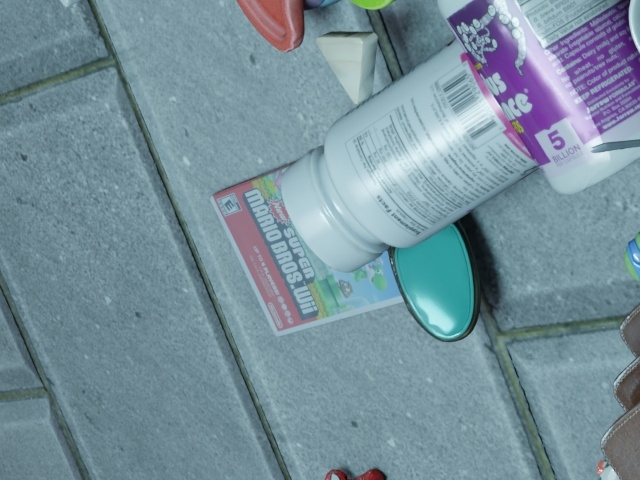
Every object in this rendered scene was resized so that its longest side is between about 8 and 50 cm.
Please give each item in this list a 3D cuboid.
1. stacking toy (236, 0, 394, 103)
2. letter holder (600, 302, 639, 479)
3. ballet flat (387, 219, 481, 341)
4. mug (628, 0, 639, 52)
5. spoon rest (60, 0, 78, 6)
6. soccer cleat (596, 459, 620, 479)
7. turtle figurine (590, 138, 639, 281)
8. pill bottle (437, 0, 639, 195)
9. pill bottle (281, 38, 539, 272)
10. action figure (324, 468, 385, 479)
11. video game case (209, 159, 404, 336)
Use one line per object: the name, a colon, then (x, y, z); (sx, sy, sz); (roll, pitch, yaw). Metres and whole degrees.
stacking toy: (0.029, -0.328, 1.814); (0.279, 0.130, 0.309); (47, 147, 25)
letter holder: (0.412, 0.124, 1.709); (0.214, 0.152, 0.302); (55, 137, 6)
ballet flat: (0.112, -0.021, 1.940); (0.095, 0.096, 0.280); (-23, 88, 12)
mug: (0.373, -0.203, 1.545); (0.113, 0.169, 0.150); (-8, 108, 43)
spoon rest: (-0.216, -0.382, 2.056); (0.276, 0.084, 0.137); (-32, 91, 33)
soccer cleat: (0.335, 0.312, 1.949); (0.076, 0.068, 0.196); (21, 128, 14)
turtle figurine: (0.406, -0.019, 1.530); (0.266, 0.275, 0.198); (-27, 70, 5)
pill bottle: (0.214, -0.207, 1.602); (0.169, 0.169, 0.301); (-31, 92, 47)
pill bottle: (0.106, -0.092, 1.792); (0.283, 0.160, 0.160); (-33, 89, 25)
action figure: (0.096, 0.382, 2.151); (0.280, 0.139, 0.091); (32, 130, 28)
video game case: (0.000, 0.000, 2.099); (0.285, 0.025, 0.204); (-18, 99, 45)
